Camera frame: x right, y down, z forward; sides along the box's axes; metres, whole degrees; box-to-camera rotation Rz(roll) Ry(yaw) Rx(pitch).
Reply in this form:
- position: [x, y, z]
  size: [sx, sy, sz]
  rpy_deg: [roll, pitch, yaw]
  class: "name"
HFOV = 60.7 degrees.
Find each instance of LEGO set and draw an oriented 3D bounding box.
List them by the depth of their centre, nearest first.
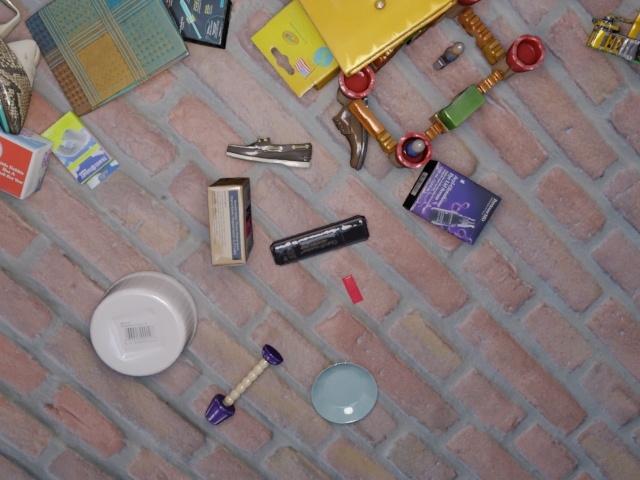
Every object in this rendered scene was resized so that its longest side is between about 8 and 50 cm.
- position: [0.866, -0.530, 1.359]
  size: [0.332, 0.255, 0.192]
  rpy_deg: [17, 117, 0]
  class: "LEGO set"

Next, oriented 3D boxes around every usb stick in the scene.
- position: [0.000, 0.000, 1.517]
  size: [0.278, 0.045, 0.077]
  rpy_deg: [-17, 109, 0]
  class: "usb stick"

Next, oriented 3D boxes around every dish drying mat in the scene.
- position: [0.092, 0.141, 1.571]
  size: [0.032, 0.008, 0.083]
  rpy_deg: [-25, 103, 2]
  class: "dish drying mat"

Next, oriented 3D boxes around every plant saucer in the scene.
- position: [0.069, 0.445, 1.618]
  size: [0.195, 0.037, 0.194]
  rpy_deg: [-1, 101, -3]
  class: "plant saucer"

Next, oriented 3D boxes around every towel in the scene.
- position: [-0.517, -0.495, 1.325]
  size: [0.370, 0.040, 0.271]
  rpy_deg: [-21, 101, 22]
  class: "towel"

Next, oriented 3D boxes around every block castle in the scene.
- position: [0.282, -0.413, 1.320]
  size: [0.453, 0.213, 0.303]
  rpy_deg: [-41, 95, -5]
  class: "block castle"

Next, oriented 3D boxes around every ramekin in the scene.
- position: [-0.482, 0.232, 1.488]
  size: [0.277, 0.135, 0.277]
  rpy_deg: [-1, 102, -3]
  class: "ramekin"

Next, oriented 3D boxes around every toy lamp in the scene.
- position: [-0.226, 0.418, 1.575]
  size: [0.080, 0.080, 0.274]
  rpy_deg: [42, 93, -11]
  class: "toy lamp"

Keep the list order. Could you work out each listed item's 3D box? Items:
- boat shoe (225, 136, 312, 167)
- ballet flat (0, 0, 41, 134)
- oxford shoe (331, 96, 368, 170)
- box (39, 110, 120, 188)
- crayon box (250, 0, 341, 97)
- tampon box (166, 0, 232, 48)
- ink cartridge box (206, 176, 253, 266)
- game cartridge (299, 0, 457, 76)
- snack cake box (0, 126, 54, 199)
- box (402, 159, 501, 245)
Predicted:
- position: [-0.135, -0.237, 1.444]
  size: [0.228, 0.081, 0.068]
  rpy_deg: [5, 99, -12]
  class: "boat shoe"
- position: [-0.789, -0.493, 1.300]
  size: [0.182, 0.164, 0.482]
  rpy_deg: [-34, 94, -31]
  class: "ballet flat"
- position: [0.079, -0.296, 1.446]
  size: [0.096, 0.083, 0.227]
  rpy_deg: [-3, 90, -1]
  class: "oxford shoe"
- position: [-0.626, -0.233, 1.429]
  size: [0.109, 0.042, 0.178]
  rpy_deg: [-38, 101, 5]
  class: "box"
- position: [0.010, -0.527, 1.371]
  size: [0.319, 0.081, 0.202]
  rpy_deg: [-38, 89, 4]
  class: "crayon box"
- position: [-0.310, -0.554, 1.352]
  size: [0.161, 0.101, 0.120]
  rpy_deg: [11, 102, -6]
  class: "tampon box"
- position: [-0.225, -0.056, 1.393]
  size: [0.088, 0.234, 0.193]
  rpy_deg: [-3, 103, -2]
  class: "ink cartridge box"
- position: [0.091, -0.571, 1.187]
  size: [0.285, 0.053, 0.323]
  rpy_deg: [-31, 86, 13]
  class: "game cartridge"
- position: [-0.829, -0.235, 1.371]
  size: [0.264, 0.089, 0.152]
  rpy_deg: [27, 113, -7]
  class: "snack cake box"
- position: [0.354, -0.104, 1.486]
  size: [0.207, 0.108, 0.153]
  rpy_deg: [27, 98, -8]
  class: "box"
